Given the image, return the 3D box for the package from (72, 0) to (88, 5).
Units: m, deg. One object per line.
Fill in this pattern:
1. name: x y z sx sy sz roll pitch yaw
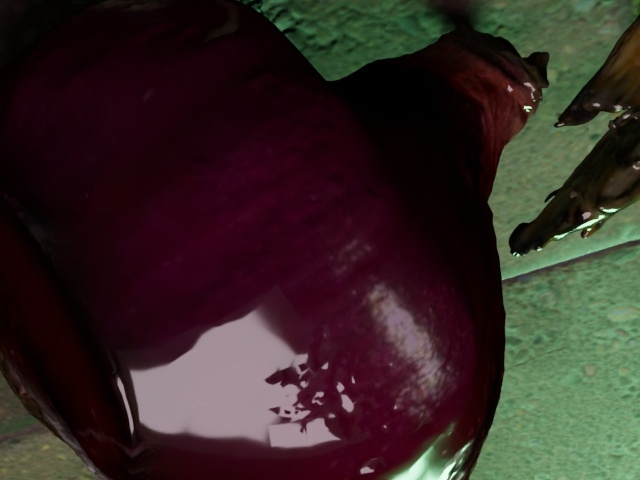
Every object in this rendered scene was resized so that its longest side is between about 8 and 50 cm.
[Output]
1. package: -0.153 -0.192 1.038 0.037 0.015 0.110 -11 135 6

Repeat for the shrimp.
1. shrimp: 0.220 -0.089 1.126 0.254 0.059 0.145 -33 134 -25

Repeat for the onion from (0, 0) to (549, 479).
1. onion: 0.000 0.000 1.059 0.420 0.398 0.398 -29 138 -14
